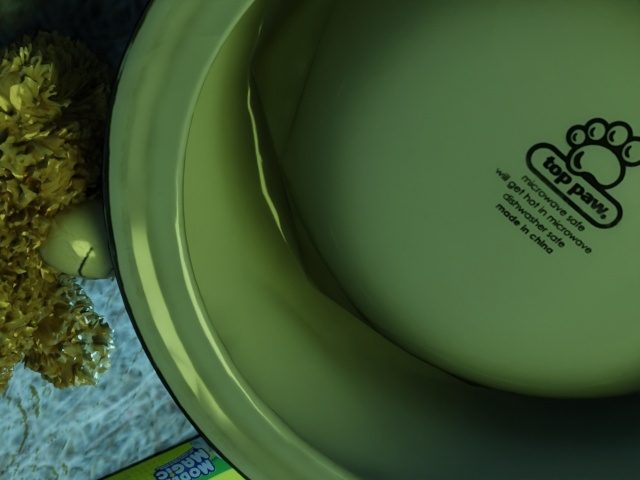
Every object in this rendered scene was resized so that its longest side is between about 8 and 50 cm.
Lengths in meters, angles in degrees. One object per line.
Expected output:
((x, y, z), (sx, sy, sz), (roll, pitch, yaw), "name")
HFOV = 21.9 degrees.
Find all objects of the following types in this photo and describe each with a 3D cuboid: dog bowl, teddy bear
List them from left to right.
((-0.201, 0.053, 0.851), (0.338, 0.113, 0.245), (-40, 145, -8), "teddy bear")
((0.109, -0.030, 0.804), (0.150, 0.408, 0.408), (-66, 174, -60), "dog bowl")

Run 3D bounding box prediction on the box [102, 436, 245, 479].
((-0.094, 0.189, 1.132), (0.179, 0.043, 0.105), (-21, 135, -28), "box")
